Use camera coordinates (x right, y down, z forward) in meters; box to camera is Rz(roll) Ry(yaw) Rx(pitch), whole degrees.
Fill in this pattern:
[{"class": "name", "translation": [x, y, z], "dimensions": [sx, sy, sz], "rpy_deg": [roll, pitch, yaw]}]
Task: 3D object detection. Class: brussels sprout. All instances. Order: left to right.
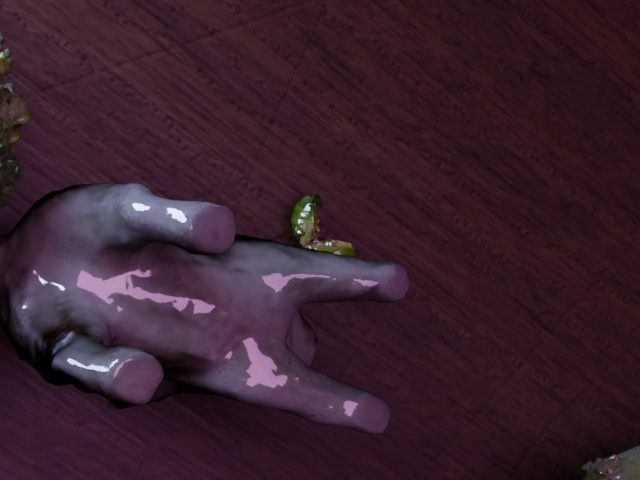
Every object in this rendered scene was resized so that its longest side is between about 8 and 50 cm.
[{"class": "brussels sprout", "translation": [-0.001, 0.000, 1.635], "dimensions": [0.051, 0.046, 0.083], "rpy_deg": [-34, 89, -20]}]

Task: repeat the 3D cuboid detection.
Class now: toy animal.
[{"class": "toy animal", "translation": [-0.134, 0.052, 1.478], "dimensions": [0.344, 0.303, 0.194], "rpy_deg": [21, 79, -46]}]

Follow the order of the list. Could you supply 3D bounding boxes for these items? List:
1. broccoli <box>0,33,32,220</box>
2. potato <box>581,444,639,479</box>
[{"class": "broccoli", "translation": [-0.372, -0.098, 1.355], "dimensions": [0.288, 0.235, 0.260], "rpy_deg": [24, 84, -12]}, {"class": "potato", "translation": [0.382, 0.353, 1.647], "dimensions": [0.442, 0.319, 0.385], "rpy_deg": [5, 122, -33]}]
